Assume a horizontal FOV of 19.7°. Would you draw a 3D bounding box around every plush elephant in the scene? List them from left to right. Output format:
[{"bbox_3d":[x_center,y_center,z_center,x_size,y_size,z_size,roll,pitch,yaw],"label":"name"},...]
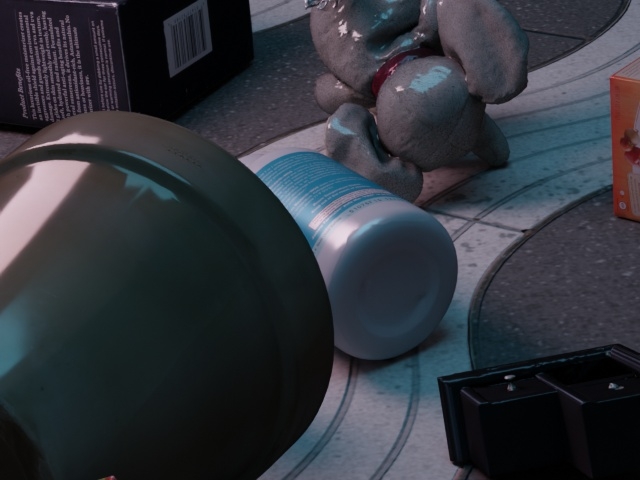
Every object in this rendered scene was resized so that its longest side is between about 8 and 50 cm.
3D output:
[{"bbox_3d":[0.113,-0.174,1.967,0.272,0.255,0.330,-38,-25,24],"label":"plush elephant"}]

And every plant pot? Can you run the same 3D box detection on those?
[{"bbox_3d":[-0.190,0.103,1.345,0.323,0.323,0.280,7,27,24],"label":"plant pot"}]

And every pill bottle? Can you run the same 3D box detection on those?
[{"bbox_3d":[0.000,0.000,1.720,0.146,0.146,0.264,-20,30,-26],"label":"pill bottle"}]

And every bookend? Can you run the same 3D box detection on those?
[{"bbox_3d":[0.187,0.139,1.430,0.157,0.072,0.156,-10,7,-7],"label":"bookend"}]

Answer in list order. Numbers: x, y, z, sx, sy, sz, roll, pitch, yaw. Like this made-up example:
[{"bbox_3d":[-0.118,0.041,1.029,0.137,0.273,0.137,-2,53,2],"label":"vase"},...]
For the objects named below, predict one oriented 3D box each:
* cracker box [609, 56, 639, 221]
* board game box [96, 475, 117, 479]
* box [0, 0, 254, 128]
[{"bbox_3d":[0.396,-0.080,1.782,0.232,0.155,0.067,15,33,37],"label":"cracker box"},{"bbox_3d":[-0.131,0.269,1.152,0.045,0.147,0.193,-19,35,30],"label":"board game box"},{"bbox_3d":[-0.282,-0.267,2.280,0.294,0.182,0.296,10,29,27],"label":"box"}]
